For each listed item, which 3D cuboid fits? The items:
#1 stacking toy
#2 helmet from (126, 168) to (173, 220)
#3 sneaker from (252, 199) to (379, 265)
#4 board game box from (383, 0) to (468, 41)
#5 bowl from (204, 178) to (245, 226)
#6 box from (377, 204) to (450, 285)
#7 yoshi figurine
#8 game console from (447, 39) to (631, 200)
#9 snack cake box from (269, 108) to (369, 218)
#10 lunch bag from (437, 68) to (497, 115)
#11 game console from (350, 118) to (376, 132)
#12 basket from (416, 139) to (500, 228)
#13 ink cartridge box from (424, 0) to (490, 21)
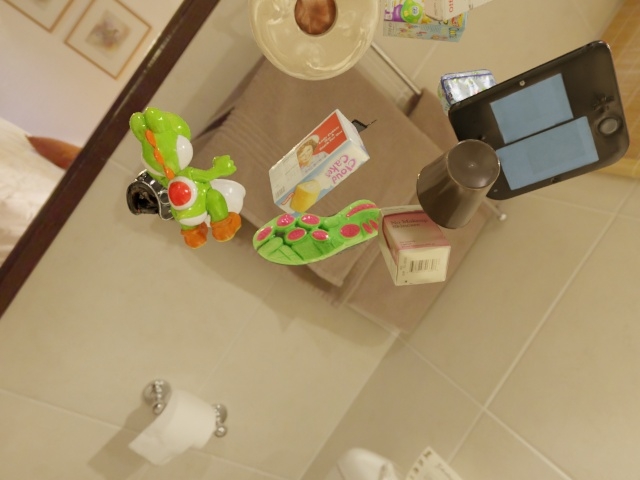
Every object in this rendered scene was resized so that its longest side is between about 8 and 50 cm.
[{"bbox_3d":[-0.040,-0.711,1.334,0.350,0.350,0.480,34,23,-28],"label":"stacking toy"},{"bbox_3d":[-0.488,-0.142,1.364,0.169,0.169,0.161,34,32,5],"label":"helmet"},{"bbox_3d":[0.000,0.000,1.497,0.202,0.482,0.185,-50,-122,52],"label":"sneaker"},{"bbox_3d":[0.365,-0.797,1.558,0.275,0.142,0.144,8,6,6],"label":"board game box"},{"bbox_3d":[-0.479,-0.148,2.025,0.298,0.297,0.134,34,40,-63],"label":"bowl"},{"bbox_3d":[0.264,0.007,1.308,0.148,0.127,0.232,-5,35,-5],"label":"box"},{"bbox_3d":[-0.337,-0.172,1.123,0.203,0.203,0.362,20,-39,46],"label":"yoshi figurine"},{"bbox_3d":[0.579,-0.288,1.188,0.342,0.386,0.060,52,32,-32],"label":"game console"},{"bbox_3d":[-0.012,-0.202,1.195,0.089,0.264,0.152,36,27,-36],"label":"snack cake box"},{"bbox_3d":[0.571,-0.573,1.733,0.218,0.176,0.090,-6,-25,-3],"label":"lunch bag"},{"bbox_3d":[0.184,-0.545,2.098,0.107,0.071,0.122,25,-16,-20],"label":"game console"},{"bbox_3d":[0.353,-0.154,1.152,0.227,0.154,0.204,94,-26,-76],"label":"basket"},{"bbox_3d":[0.390,-0.715,1.209,0.092,0.217,0.159,54,-13,47],"label":"ink cartridge box"}]
